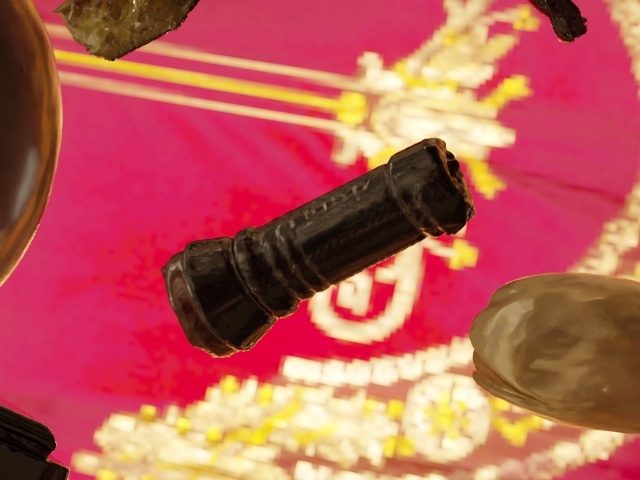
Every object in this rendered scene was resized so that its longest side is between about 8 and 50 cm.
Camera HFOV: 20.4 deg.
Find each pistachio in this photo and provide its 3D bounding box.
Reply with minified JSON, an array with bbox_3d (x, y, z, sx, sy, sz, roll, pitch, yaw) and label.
[{"bbox_3d":[0.203,0.085,1.384,0.145,0.201,0.117,-31,-54,-49],"label":"pistachio"}]

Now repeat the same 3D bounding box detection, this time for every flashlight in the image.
[{"bbox_3d":[0.000,0.000,1.285,0.093,0.232,0.093,54,-163,-25],"label":"flashlight"}]

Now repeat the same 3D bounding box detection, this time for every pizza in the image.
[{"bbox_3d":[-0.149,-0.200,1.446,0.036,0.160,0.099,51,-155,-40],"label":"pizza"}]

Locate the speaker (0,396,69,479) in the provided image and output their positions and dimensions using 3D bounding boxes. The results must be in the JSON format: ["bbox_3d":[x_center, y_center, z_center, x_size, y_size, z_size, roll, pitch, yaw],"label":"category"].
[{"bbox_3d":[-0.258,0.141,0.914,0.153,0.231,0.192,30,-98,-28],"label":"speaker"}]

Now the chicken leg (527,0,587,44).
[{"bbox_3d":[0.113,-0.218,1.227,0.205,0.053,0.093,33,-158,-34],"label":"chicken leg"}]

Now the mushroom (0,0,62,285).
[{"bbox_3d":[-0.223,-0.049,0.737,0.226,0.178,0.226,-19,-50,-23],"label":"mushroom"}]
